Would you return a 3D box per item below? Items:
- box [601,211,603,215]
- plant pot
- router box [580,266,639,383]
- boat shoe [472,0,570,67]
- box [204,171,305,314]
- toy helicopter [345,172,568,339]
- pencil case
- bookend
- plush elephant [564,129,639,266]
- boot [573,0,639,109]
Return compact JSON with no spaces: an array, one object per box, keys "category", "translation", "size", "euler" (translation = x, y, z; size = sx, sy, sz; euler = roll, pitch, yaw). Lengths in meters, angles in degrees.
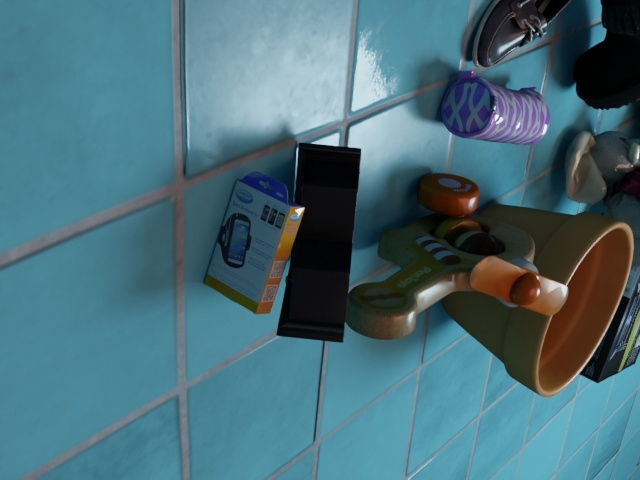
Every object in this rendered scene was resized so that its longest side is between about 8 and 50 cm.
[{"category":"box","translation":[0.686,-0.082,1.825],"size":[0.232,0.059,0.183],"euler":[-38,155,20]},{"category":"plant pot","translation":[0.328,0.070,1.445],"size":[0.291,0.203,0.291],"euler":[-32,135,-38]},{"category":"router box","translation":[0.701,0.157,2.128],"size":[0.243,0.081,0.309],"euler":[-6,117,-52]},{"category":"boat shoe","translation":[0.280,-0.305,1.247],"size":[0.206,0.065,0.075],"euler":[-48,144,-22]},{"category":"box","translation":[-0.068,-0.001,0.963],"size":[0.028,0.081,0.136],"euler":[5,108,-54]},{"category":"toy helicopter","translation":[0.161,0.047,1.149],"size":[0.355,0.235,0.140],"euler":[-28,134,-50]},{"category":"pencil case","translation":[0.243,-0.179,1.274],"size":[0.206,0.086,0.088],"euler":[-1,85,-55]},{"category":"bookend","translation":[0.000,0.000,0.994],"size":[0.157,0.072,0.156],"euler":[-82,178,-60]},{"category":"plush elephant","translation":[0.566,-0.098,1.626],"size":[0.272,0.330,0.255],"euler":[-23,92,-59]},{"category":"boot","translation":[0.434,-0.344,1.356],"size":[0.260,0.348,0.131],"euler":[42,71,-13]}]
